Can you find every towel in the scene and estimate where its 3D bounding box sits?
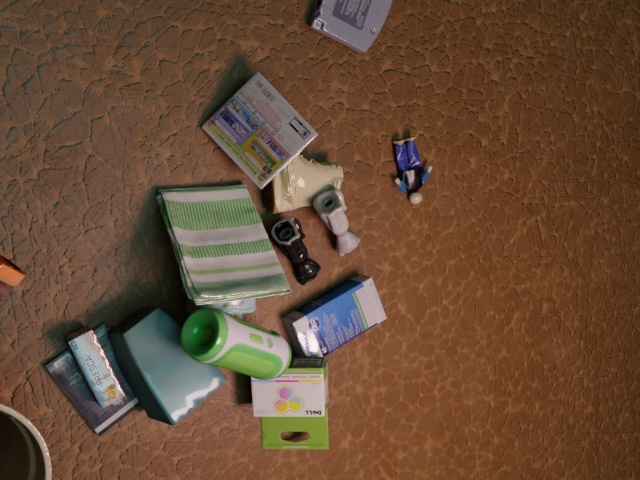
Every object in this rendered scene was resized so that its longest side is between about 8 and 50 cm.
[{"bbox_3d":[-0.231,0.000,1.811,0.248,0.324,0.038,-6,144,-29],"label":"towel"}]

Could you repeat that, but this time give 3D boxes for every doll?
[{"bbox_3d":[0.256,-0.193,2.165,0.129,0.046,0.189,-17,104,-25],"label":"doll"}]

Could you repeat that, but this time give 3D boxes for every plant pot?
[{"bbox_3d":[-0.374,0.280,1.813,0.165,0.166,0.234,-39,105,-29],"label":"plant pot"},{"bbox_3d":[-0.738,0.435,1.556,0.334,0.305,0.333,-4,99,-28],"label":"plant pot"}]

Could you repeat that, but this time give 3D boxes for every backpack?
[{"bbox_3d":[-0.239,0.125,1.855,0.166,0.188,0.144,3,95,-30],"label":"backpack"}]

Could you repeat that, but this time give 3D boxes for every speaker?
[{"bbox_3d":[-0.189,0.244,1.795,0.296,0.131,0.131,32,80,-55],"label":"speaker"}]

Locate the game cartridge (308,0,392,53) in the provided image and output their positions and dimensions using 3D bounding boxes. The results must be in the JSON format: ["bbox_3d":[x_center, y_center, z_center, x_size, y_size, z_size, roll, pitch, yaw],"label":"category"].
[{"bbox_3d":[0.097,-0.651,2.017,0.196,0.060,0.294,20,87,-26],"label":"game cartridge"}]

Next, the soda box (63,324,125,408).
[{"bbox_3d":[-0.518,0.291,1.778,0.063,0.058,0.183,-28,107,-24],"label":"soda box"}]

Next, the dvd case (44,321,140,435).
[{"bbox_3d":[-0.515,0.327,1.828,0.164,0.018,0.221,-38,112,-21],"label":"dvd case"}]

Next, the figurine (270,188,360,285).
[{"bbox_3d":[0.000,0.000,1.999,0.215,0.092,0.209,-35,137,-8],"label":"figurine"}]

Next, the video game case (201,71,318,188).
[{"bbox_3d":[-0.146,-0.265,1.868,0.193,0.023,0.212,-44,88,3],"label":"video game case"}]

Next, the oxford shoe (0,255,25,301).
[{"bbox_3d":[-0.743,0.055,1.530,0.132,0.130,0.363,-55,150,-7],"label":"oxford shoe"}]

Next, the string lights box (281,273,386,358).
[{"bbox_3d":[0.039,0.209,2.081,0.260,0.077,0.133,-28,109,-23],"label":"string lights box"}]

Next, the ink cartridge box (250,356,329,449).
[{"bbox_3d":[-0.074,0.434,1.990,0.189,0.097,0.255,-2,99,6],"label":"ink cartridge box"}]

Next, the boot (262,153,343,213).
[{"bbox_3d":[-0.044,-0.204,1.972,0.204,0.095,0.261,-6,101,-27],"label":"boot"}]
